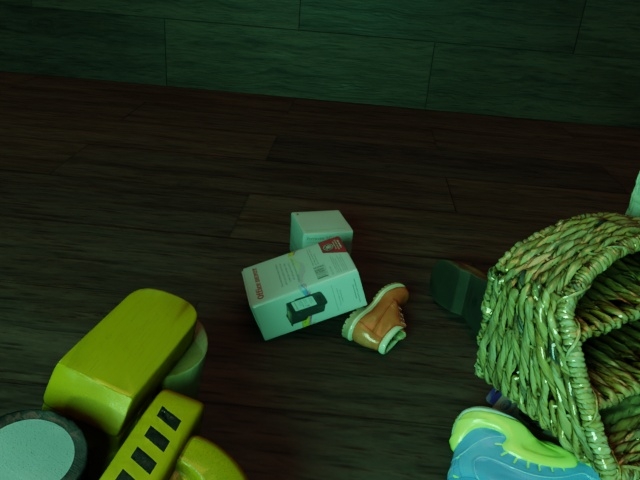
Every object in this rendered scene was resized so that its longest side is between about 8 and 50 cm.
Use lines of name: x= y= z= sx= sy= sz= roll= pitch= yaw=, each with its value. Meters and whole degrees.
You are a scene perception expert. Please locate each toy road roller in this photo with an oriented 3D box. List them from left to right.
toy road roller: x=-0.163 y=0.229 z=0.619 sx=0.241 sy=0.202 sz=0.329 roll=21 pitch=33 yaw=5

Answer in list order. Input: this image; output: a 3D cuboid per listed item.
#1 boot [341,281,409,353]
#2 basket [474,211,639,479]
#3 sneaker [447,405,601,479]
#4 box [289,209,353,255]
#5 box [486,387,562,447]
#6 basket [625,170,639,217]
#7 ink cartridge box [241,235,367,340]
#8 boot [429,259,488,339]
boot: x=0.113 y=0.127 z=1.024 sx=0.085 sy=0.059 sz=0.158 roll=24 pitch=41 yaw=29
basket: x=0.367 y=0.097 z=0.733 sx=0.299 sy=0.213 sz=0.223 roll=-11 pitch=28 yaw=-25
sneaker: x=0.253 y=0.286 z=0.711 sx=0.240 sy=0.091 sz=0.126 roll=17 pitch=47 yaw=23
box: x=0.000 y=0.000 z=1.221 sx=0.101 sy=0.087 sz=0.102 roll=-3 pitch=27 yaw=-16
box: x=0.294 y=0.239 z=0.854 sx=0.136 sy=0.028 sz=0.081 roll=20 pitch=30 yaw=33
basket: x=0.650 y=-0.009 z=0.919 sx=0.266 sy=0.331 sz=0.328 roll=-28 pitch=45 yaw=-28
ink cartridge box: x=-0.029 y=0.075 z=1.028 sx=0.175 sy=0.072 sz=0.127 roll=-19 pitch=29 yaw=-4
boot: x=0.301 y=0.116 z=1.029 sx=0.115 sy=0.112 sz=0.305 roll=6 pitch=22 yaw=-22
